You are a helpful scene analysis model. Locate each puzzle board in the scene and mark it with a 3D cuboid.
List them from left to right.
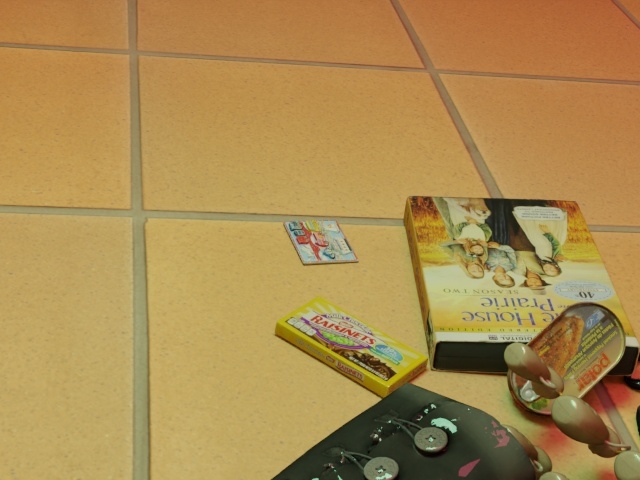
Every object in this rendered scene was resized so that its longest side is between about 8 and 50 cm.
[{"bbox_3d":[0.000,0.000,1.924,0.096,0.011,0.128,-3,34,-18],"label":"puzzle board"}]

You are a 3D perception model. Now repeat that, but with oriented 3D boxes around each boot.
[{"bbox_3d":[0.071,0.350,1.239,0.445,0.146,0.367,-21,41,-36],"label":"boot"}]

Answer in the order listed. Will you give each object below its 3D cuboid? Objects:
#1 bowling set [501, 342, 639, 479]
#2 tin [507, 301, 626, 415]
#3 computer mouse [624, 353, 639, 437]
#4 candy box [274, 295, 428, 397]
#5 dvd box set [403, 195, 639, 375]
[{"bbox_3d":[0.293,0.285,1.452,0.154,0.200,0.287,38,9,-46],"label":"bowling set"},{"bbox_3d":[0.347,0.168,1.623,0.190,0.040,0.106,-39,76,-13],"label":"tin"},{"bbox_3d":[0.480,0.229,1.644,0.071,0.041,0.242,7,31,-1],"label":"computer mouse"},{"bbox_3d":[0.044,0.152,1.675,0.206,0.027,0.105,28,33,28],"label":"candy box"},{"bbox_3d":[0.304,0.060,1.838,0.308,0.062,0.420,2,32,-3],"label":"dvd box set"}]
